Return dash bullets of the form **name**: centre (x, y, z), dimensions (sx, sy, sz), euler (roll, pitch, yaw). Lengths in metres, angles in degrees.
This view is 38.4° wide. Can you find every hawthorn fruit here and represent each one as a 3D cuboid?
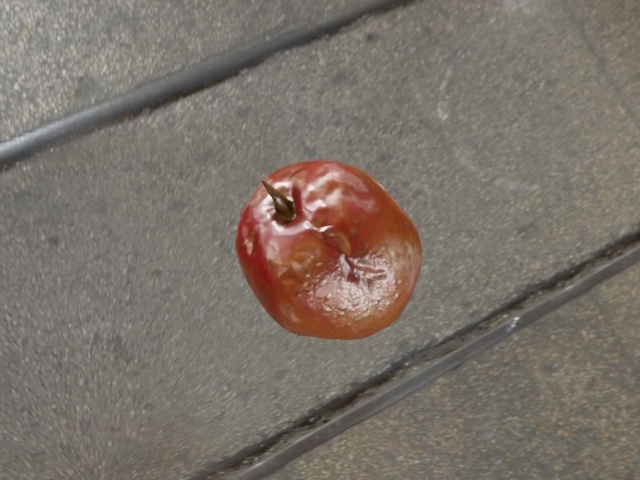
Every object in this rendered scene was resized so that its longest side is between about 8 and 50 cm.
- **hawthorn fruit**: centre (0.000, 0.000, 0.900), dimensions (0.179, 0.200, 0.179), euler (-14, 52, 18)
